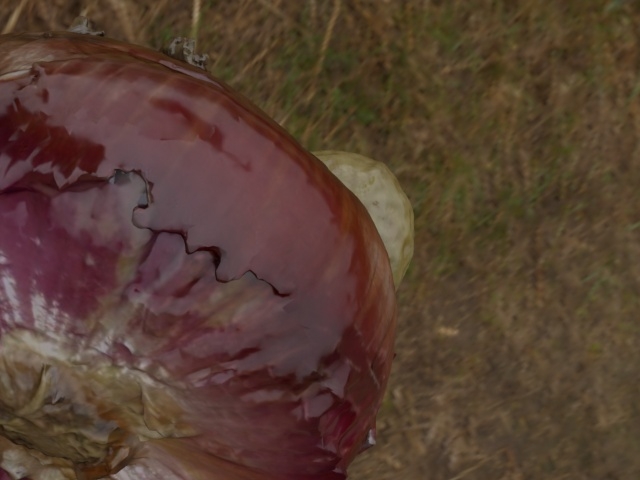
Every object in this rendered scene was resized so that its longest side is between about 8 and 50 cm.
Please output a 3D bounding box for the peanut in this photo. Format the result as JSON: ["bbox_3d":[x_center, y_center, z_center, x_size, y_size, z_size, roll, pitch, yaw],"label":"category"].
[{"bbox_3d":[0.000,0.000,1.216,0.140,0.159,0.109,43,22,0],"label":"peanut"}]

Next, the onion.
[{"bbox_3d":[-0.078,0.006,0.548,0.230,0.230,0.163,24,47,-12],"label":"onion"}]
